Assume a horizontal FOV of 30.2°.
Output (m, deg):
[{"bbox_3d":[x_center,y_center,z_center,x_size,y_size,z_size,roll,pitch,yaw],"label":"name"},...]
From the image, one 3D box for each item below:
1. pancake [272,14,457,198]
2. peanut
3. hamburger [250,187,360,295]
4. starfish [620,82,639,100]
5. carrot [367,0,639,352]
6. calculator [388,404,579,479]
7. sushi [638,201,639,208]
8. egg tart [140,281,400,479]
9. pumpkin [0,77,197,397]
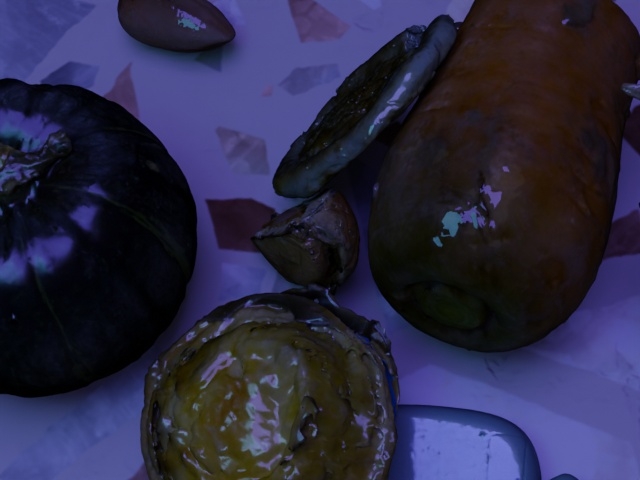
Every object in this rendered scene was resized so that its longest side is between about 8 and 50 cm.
[{"bbox_3d":[0.040,-0.134,1.188,0.037,0.253,0.253,44,74,-12],"label":"pancake"},{"bbox_3d":[-0.166,-0.252,1.352,0.152,0.076,0.076,21,69,16],"label":"peanut"},{"bbox_3d":[0.003,0.005,1.177,0.087,0.176,0.102,-45,99,-16],"label":"hamburger"},{"bbox_3d":[0.436,-0.125,1.157,0.293,0.084,0.301,-45,108,-11],"label":"starfish"},{"bbox_3d":[0.179,-0.071,1.139,0.224,0.224,0.340,17,60,15],"label":"carrot"},{"bbox_3d":[0.102,0.240,1.091,0.295,0.042,0.184,3,65,11],"label":"calculator"},{"bbox_3d":[0.380,0.073,1.056,0.139,0.131,0.291,-31,102,-5],"label":"sushi"},{"bbox_3d":[-0.054,0.164,1.078,0.291,0.107,0.291,-10,66,24],"label":"egg tart"},{"bbox_3d":[-0.282,-0.006,1.155,0.323,0.241,0.323,-2,65,4],"label":"pumpkin"}]
